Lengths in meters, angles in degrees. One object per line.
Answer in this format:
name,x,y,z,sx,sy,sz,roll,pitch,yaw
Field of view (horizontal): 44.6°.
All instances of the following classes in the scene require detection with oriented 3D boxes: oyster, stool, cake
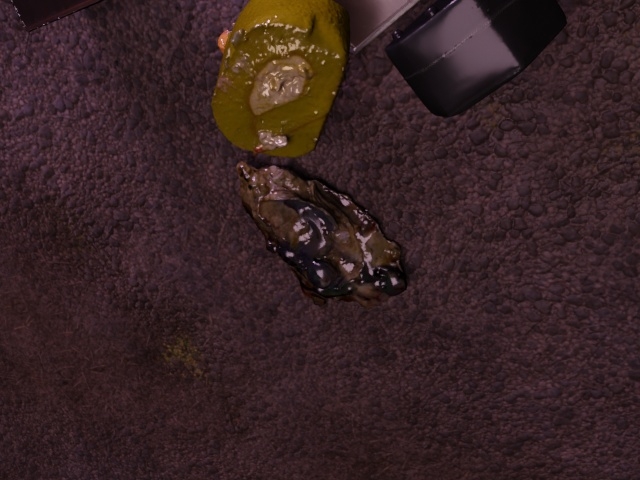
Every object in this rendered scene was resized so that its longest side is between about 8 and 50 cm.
oyster,-0.004,-0.010,1.389,0.221,0.096,0.361,-27,110,23
stool,0.208,-0.283,1.077,0.232,0.232,0.141,-34,102,32
cake,-0.064,-0.257,1.193,0.179,0.156,0.260,12,135,-11

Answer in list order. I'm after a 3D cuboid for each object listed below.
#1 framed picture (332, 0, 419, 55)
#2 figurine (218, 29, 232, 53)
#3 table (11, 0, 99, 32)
framed picture,0.034,-0.428,1.165,0.189,0.023,0.260,-36,103,32
figurine,-0.114,-0.327,1.265,0.109,0.047,0.064,-8,140,17
table,-0.394,-0.459,1.208,0.172,0.169,0.193,-13,113,25
